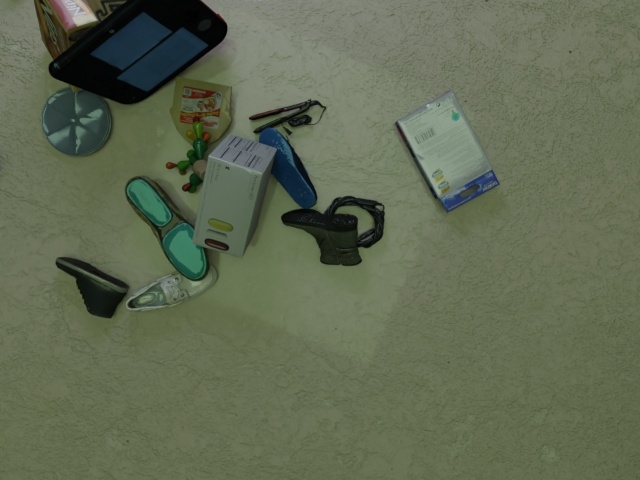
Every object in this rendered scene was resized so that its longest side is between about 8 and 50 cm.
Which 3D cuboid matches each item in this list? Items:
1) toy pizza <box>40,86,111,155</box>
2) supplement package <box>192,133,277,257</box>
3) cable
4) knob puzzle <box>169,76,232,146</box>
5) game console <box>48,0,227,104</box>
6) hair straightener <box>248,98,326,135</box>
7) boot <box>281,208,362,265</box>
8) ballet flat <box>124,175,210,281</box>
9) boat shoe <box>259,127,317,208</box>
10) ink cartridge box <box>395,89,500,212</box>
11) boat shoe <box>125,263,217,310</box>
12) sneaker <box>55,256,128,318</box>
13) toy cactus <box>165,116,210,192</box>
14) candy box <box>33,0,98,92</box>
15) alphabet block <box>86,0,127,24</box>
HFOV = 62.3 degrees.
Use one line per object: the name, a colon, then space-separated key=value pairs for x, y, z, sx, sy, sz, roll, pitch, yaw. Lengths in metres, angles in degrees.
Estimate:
toy pizza: x=-0.713 y=-0.348 z=1.550 sx=0.201 sy=0.032 sz=0.201 roll=0 pitch=95 yaw=-2
supplement package: x=-0.232 y=-0.124 z=1.446 sx=0.145 sy=0.204 sz=0.262 roll=16 pitch=118 yaw=-2
cable: x=0.099 y=-0.055 z=1.584 sx=0.184 sy=0.047 sz=0.151 roll=8 pitch=102 yaw=2
knob puzzle: x=-0.349 y=-0.367 z=1.554 sx=0.213 sy=0.030 sz=0.213 roll=2 pitch=102 yaw=10
game console: x=-0.449 y=-0.497 z=1.367 sx=0.386 sy=0.342 sz=0.060 roll=-32 pitch=88 yaw=13
hair straightener: x=-0.090 y=-0.353 z=1.561 sx=0.230 sy=0.047 sz=0.089 roll=-16 pitch=94 yaw=-4
boot: x=0.000 y=0.000 z=1.557 sx=0.246 sy=0.083 sz=0.161 roll=9 pitch=121 yaw=21
ballet flat: x=-0.432 y=-0.039 z=1.537 sx=0.123 sy=0.123 sz=0.349 roll=-36 pitch=97 yaw=1
boat shoe: x=-0.099 y=-0.207 z=1.548 sx=0.109 sy=0.089 sz=0.258 roll=-24 pitch=99 yaw=14
ink cartridge box: x=0.374 y=-0.258 z=1.562 sx=0.185 sy=0.065 sz=0.311 roll=-29 pitch=92 yaw=1
boat shoe: x=-0.438 y=0.150 z=1.557 sx=0.277 sy=0.096 sz=0.098 roll=-24 pitch=94 yaw=0
sneaker: x=-0.694 y=0.140 z=1.559 sx=0.222 sy=0.083 sz=0.118 roll=28 pitch=93 yaw=-4
toy cactus: x=-0.353 y=-0.223 z=1.487 sx=0.112 sy=0.180 sz=0.219 roll=8 pitch=115 yaw=-34
candy box: x=-0.664 y=-0.549 z=1.388 sx=0.087 sy=0.316 sz=0.183 roll=-32 pitch=91 yaw=-26
alphabet block: x=-0.525 y=-0.613 z=1.457 sx=0.193 sy=0.192 sz=0.197 roll=-26 pitch=95 yaw=3
